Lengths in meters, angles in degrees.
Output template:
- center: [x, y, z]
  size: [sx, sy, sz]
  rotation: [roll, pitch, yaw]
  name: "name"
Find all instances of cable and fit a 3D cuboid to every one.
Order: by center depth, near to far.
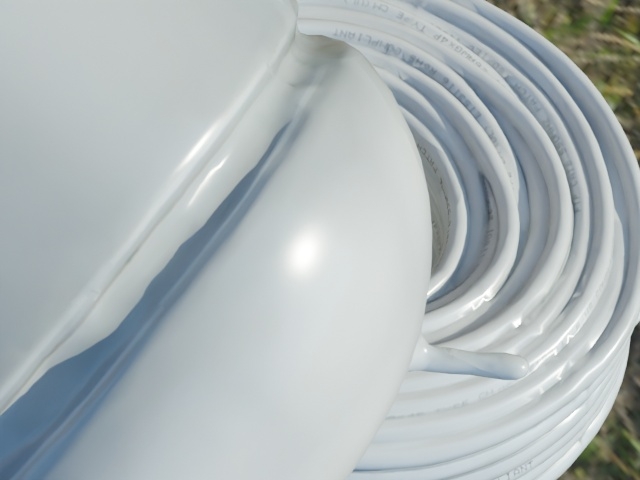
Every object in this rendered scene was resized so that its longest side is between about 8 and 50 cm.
- center: [0.000, 0.000, 0.762]
  size: [0.257, 0.257, 0.089]
  rotation: [28, 142, 7]
  name: "cable"

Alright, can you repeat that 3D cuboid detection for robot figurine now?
- center: [-0.113, -0.028, 0.546]
  size: [0.353, 0.200, 0.300]
  rotation: [40, 109, -9]
  name: "robot figurine"
